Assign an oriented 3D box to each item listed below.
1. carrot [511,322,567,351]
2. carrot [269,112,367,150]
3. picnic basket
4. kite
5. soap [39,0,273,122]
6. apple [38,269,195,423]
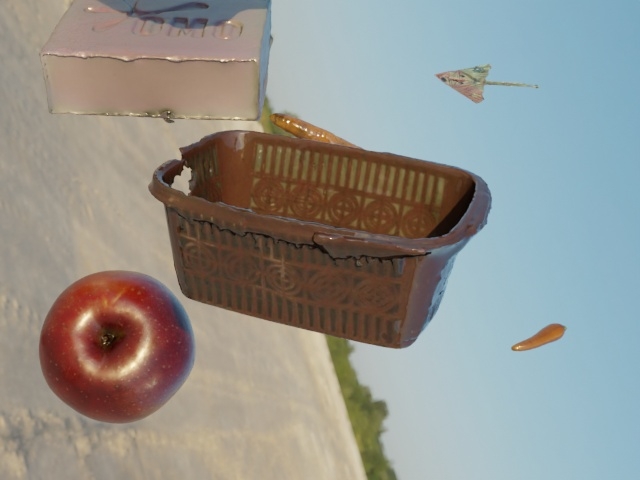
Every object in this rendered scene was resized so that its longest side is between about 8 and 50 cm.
[{"bbox_3d":[0.416,0.184,1.755,0.035,0.142,0.035,28,-54,47],"label":"carrot"},{"bbox_3d":[0.007,-0.129,1.226,0.035,0.165,0.035,-61,-176,7],"label":"carrot"},{"bbox_3d":[0.000,0.000,0.865,0.222,0.297,0.129,-48,147,-62],"label":"picnic basket"},{"bbox_3d":[0.240,-0.228,1.354,0.137,0.153,0.005,-64,160,-51],"label":"kite"},{"bbox_3d":[-0.219,-0.276,1.338,0.285,0.296,0.107,-91,-176,-56],"label":"soap"},{"bbox_3d":[-0.287,0.150,1.323,0.201,0.218,0.218,66,7,-74],"label":"apple"}]
